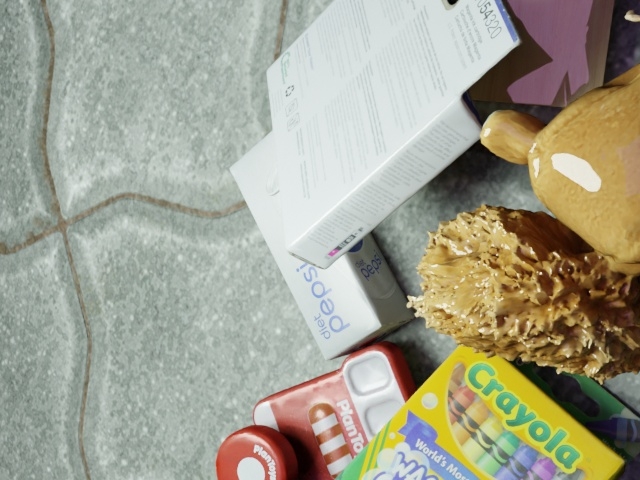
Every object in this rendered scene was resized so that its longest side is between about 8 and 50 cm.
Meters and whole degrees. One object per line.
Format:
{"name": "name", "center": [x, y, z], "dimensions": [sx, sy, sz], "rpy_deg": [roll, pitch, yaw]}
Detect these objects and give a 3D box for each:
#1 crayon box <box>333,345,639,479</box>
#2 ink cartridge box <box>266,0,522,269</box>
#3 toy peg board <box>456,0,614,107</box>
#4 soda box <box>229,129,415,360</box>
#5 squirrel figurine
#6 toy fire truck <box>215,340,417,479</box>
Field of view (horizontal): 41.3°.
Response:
{"name": "crayon box", "center": [0.167, 0.247, 0.893], "dimensions": [0.323, 0.083, 0.203], "rpy_deg": [-47, 62, -4]}
{"name": "ink cartridge box", "center": [0.072, -0.183, 0.935], "dimensions": [0.330, 0.071, 0.324], "rpy_deg": [-39, 39, 30]}
{"name": "toy peg board", "center": [0.231, -0.227, 0.921], "dimensions": [0.161, 0.079, 0.161], "rpy_deg": [8, 99, 18]}
{"name": "soda box", "center": [0.000, 0.000, 1.075], "dimensions": [0.098, 0.091, 0.286], "rpy_deg": [-36, 74, 31]}
{"name": "squirrel figurine", "center": [0.266, -0.009, 0.720], "dimensions": [0.281, 0.371, 0.397], "rpy_deg": [50, 118, 21]}
{"name": "toy fire truck", "center": [0.039, 0.301, 1.031], "dimensions": [0.254, 0.169, 0.302], "rpy_deg": [-26, 79, 25]}
